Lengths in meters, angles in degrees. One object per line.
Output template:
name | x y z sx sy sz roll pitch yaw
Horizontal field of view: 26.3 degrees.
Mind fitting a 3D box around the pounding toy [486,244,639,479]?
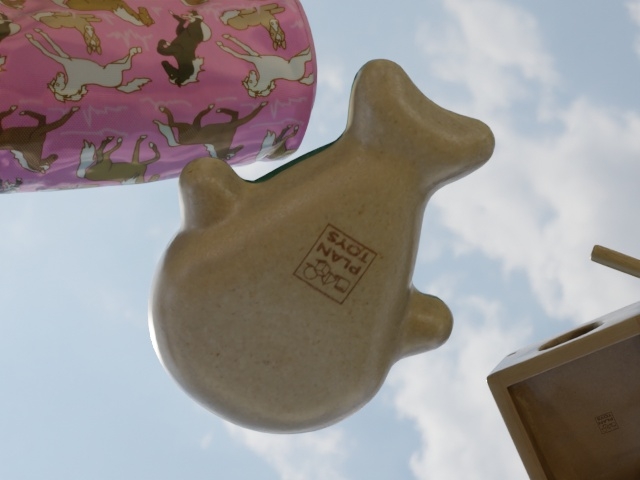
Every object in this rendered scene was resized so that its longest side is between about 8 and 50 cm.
pounding toy | 0.231 0.084 0.969 0.181 0.206 0.094 66 -161 2

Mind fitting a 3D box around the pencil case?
pencil case | -0.197 -0.129 1.101 0.386 0.160 0.167 -9 -151 -30

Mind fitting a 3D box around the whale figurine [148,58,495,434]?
whale figurine | 0.000 0.000 0.937 0.216 0.272 0.141 31 -162 -12
